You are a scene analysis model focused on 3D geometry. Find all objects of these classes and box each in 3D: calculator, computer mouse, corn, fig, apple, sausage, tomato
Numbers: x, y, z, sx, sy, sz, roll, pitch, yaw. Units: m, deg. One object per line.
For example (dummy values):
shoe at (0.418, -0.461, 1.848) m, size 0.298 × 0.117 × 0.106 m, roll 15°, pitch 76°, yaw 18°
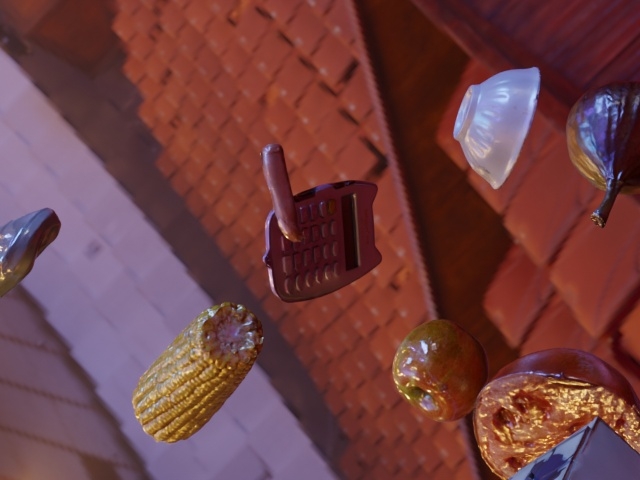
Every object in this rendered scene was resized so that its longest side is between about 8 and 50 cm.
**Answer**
calculator at (-0.001, -0.001, 2.213) m, size 0.043 × 0.194 × 0.294 m, roll 9°, pitch -161°, yaw 41°
computer mouse at (-0.598, 0.047, 2.303) m, size 0.095 × 0.331 × 0.197 m, roll 48°, pitch -146°, yaw -12°
corn at (-0.211, 0.225, 2.089) m, size 0.144 × 0.387 × 0.144 m, roll 11°, pitch -122°, yaw -19°
fig at (0.532, -0.134, 2.225) m, size 0.217 × 0.217 × 0.321 m, roll 43°, pitch -136°, yaw -23°
apple at (0.244, 0.256, 2.529) m, size 0.196 × 0.196 × 0.196 m, roll 45°, pitch -171°, yaw -9°
sausage at (-0.058, -0.072, 1.923) m, size 0.036 × 0.042 × 0.158 m, roll 145°, pitch 110°, yaw -71°
tomato at (0.431, 0.308, 2.211) m, size 0.338 × 0.338 × 0.143 m, roll 45°, pitch -139°, yaw -12°

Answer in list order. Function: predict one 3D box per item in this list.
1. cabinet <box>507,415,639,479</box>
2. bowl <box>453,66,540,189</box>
cabinet at (0.264, 0.319, 1.332) m, size 0.150 × 0.145 × 0.206 m, roll 42°, pitch -138°, yaw -1°
bowl at (0.246, -0.175, 1.838) m, size 0.086 × 0.189 × 0.189 m, roll 16°, pitch -167°, yaw -4°
